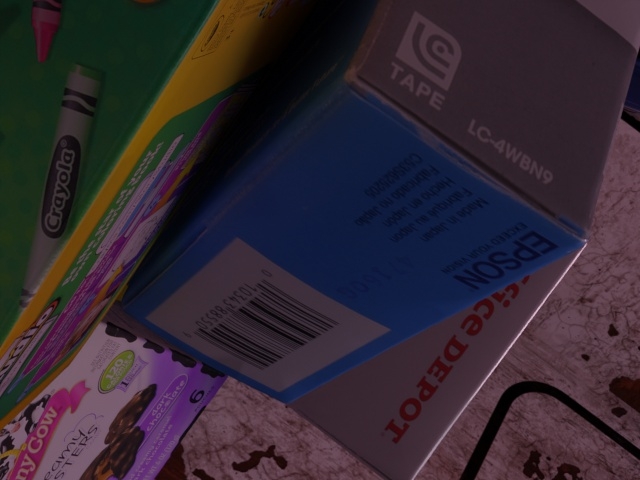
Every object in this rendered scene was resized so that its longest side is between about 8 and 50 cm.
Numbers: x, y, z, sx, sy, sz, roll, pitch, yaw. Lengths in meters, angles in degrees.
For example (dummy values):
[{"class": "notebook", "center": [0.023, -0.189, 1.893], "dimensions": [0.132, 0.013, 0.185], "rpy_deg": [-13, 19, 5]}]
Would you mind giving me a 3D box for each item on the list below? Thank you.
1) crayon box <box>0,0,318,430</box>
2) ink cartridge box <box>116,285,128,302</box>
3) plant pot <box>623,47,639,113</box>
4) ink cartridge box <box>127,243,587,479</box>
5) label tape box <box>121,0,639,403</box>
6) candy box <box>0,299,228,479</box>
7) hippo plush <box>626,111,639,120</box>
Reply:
[{"class": "crayon box", "center": [-0.092, -0.040, 0.431], "dimensions": [0.278, 0.081, 0.165], "rpy_deg": [-53, 179, 22]}, {"class": "ink cartridge box", "center": [-0.109, -0.022, 1.072], "dimensions": [0.307, 0.072, 0.303], "rpy_deg": [-52, 180, 4]}, {"class": "plant pot", "center": [0.191, -0.225, 0.778], "dimensions": [0.236, 0.236, 0.212], "rpy_deg": [-47, 160, -60]}, {"class": "ink cartridge box", "center": [0.000, 0.000, 0.809], "dimensions": [0.198, 0.270, 0.197], "rpy_deg": [-53, 180, -4]}, {"class": "label tape box", "center": [0.055, -0.117, 0.582], "dimensions": [0.249, 0.115, 0.348], "rpy_deg": [-39, -158, 56]}, {"class": "candy box", "center": [-0.160, 0.105, 0.656], "dimensions": [0.165, 0.070, 0.196], "rpy_deg": [-54, 155, -1]}, {"class": "hippo plush", "center": [0.172, -0.183, 1.020], "dimensions": [0.236, 0.294, 0.234], "rpy_deg": [-26, -145, 11]}]
